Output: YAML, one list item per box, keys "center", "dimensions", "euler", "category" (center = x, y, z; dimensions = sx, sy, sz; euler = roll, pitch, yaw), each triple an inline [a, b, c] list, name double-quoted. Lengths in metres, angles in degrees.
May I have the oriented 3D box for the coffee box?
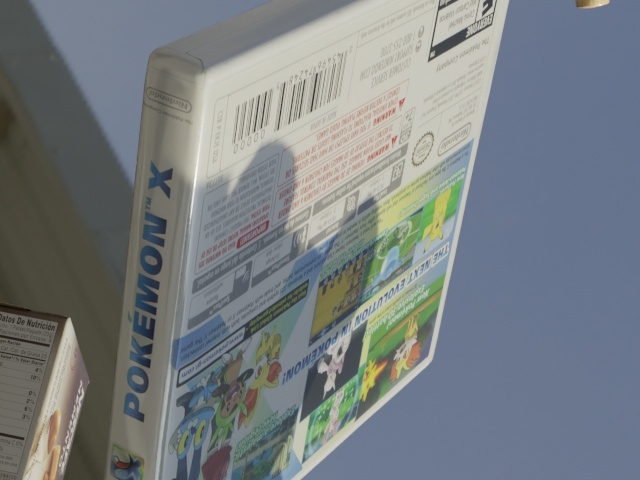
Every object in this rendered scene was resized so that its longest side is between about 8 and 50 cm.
- center: [-0.251, 0.183, 1.200]
  dimensions: [0.141, 0.098, 0.247]
  euler: [95, 6, -64]
  category: "coffee box"

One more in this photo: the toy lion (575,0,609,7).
- center: [0.221, -0.175, 1.090]
  dimensions: [0.096, 0.100, 0.034]
  euler: [17, -62, 60]
  category: "toy lion"

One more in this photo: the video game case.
- center: [0.000, 0.000, 0.871]
  dimensions: [0.036, 0.329, 0.300]
  euler: [22, -60, 23]
  category: "video game case"
